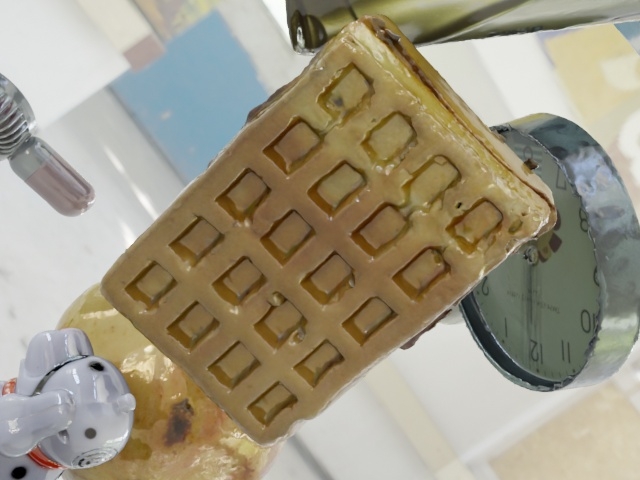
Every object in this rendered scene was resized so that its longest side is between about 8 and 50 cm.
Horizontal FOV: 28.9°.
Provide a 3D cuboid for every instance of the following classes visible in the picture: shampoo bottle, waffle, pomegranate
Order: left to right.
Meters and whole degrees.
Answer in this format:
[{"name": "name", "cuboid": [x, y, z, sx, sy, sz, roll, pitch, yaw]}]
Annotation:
[{"name": "pomegranate", "cuboid": [-0.195, 0.173, 1.556, 0.342, 0.342, 0.342, 55, 2, -3]}, {"name": "waffle", "cuboid": [0.000, 0.000, 0.989, 0.224, 0.327, 0.098, 45, 29, -6]}, {"name": "shampoo bottle", "cuboid": [0.147, -0.201, 0.973, 0.125, 0.350, 0.084, -48, 131, -86]}]

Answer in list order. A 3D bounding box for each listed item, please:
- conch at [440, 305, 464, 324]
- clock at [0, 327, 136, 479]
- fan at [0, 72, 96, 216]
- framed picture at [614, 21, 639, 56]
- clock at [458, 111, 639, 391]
[{"name": "conch", "cuboid": [0.238, 0.049, 1.874, 0.255, 0.127, 0.158, -4, -96, 52]}, {"name": "clock", "cuboid": [-0.309, 0.200, 1.348, 0.189, 0.254, 0.189, 47, 27, -33]}, {"name": "fan", "cuboid": [-0.385, -0.122, 1.574, 0.244, 0.074, 0.130, 45, -37, -16]}, {"name": "framed picture", "cuboid": [0.296, -0.343, 1.431, 0.255, 0.014, 0.339, 48, 13, -47]}, {"name": "clock", "cuboid": [0.236, 0.015, 1.366, 0.312, 0.061, 0.313, 38, -47, 56]}]
